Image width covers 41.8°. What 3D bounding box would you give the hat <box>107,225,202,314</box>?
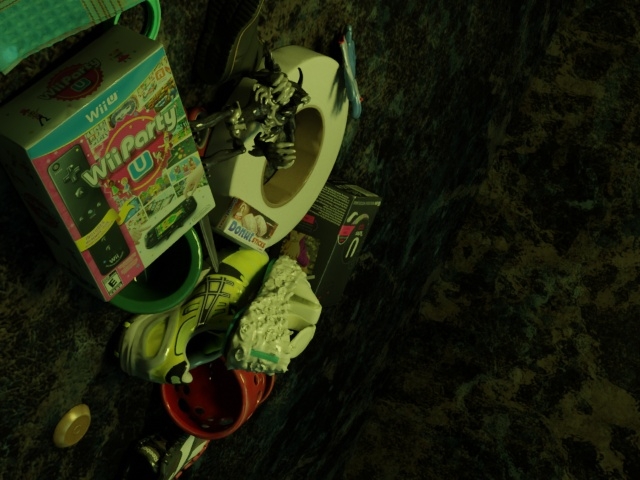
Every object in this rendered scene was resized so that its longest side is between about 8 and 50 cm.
[{"bbox_3d":[-0.294,0.027,1.362,0.208,0.183,0.173,20,83,-25],"label":"hat"}]

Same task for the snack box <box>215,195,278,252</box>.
[{"bbox_3d":[-0.128,-0.026,1.490,0.064,0.022,0.178,-60,158,-2],"label":"snack box"}]

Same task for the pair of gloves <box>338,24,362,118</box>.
[{"bbox_3d":[0.061,-0.327,1.619,0.198,0.023,0.159,-81,161,-65],"label":"pair of gloves"}]

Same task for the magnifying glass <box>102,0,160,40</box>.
[{"bbox_3d":[-0.234,-0.343,1.084,0.092,0.026,0.231,-30,140,-54],"label":"magnifying glass"}]

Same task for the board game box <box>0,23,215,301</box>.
[{"bbox_3d":[-0.279,-0.095,1.115,0.224,0.097,0.303,-46,147,-25],"label":"board game box"}]

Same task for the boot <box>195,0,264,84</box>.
[{"bbox_3d":[-0.115,-0.339,1.306,0.198,0.077,0.137,-58,166,24],"label":"boot"}]

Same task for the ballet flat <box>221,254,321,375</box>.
[{"bbox_3d":[-0.070,0.145,1.548,0.409,0.147,0.147,-61,170,-70],"label":"ballet flat"}]

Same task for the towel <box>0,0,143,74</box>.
[{"bbox_3d":[-0.230,-0.326,0.827,0.370,0.040,0.271,-26,153,0],"label":"towel"}]

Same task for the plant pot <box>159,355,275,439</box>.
[{"bbox_3d":[-0.195,0.271,1.653,0.174,0.191,0.191,-32,143,-66],"label":"plant pot"}]

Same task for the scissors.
[{"bbox_3d":[-0.205,-0.074,1.345,0.109,0.021,0.297,-34,127,-59],"label":"scissors"}]

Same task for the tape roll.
[{"bbox_3d":[-0.078,-0.168,1.567,0.392,0.072,0.392,-49,154,-33],"label":"tape roll"}]

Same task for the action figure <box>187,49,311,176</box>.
[{"bbox_3d":[-0.092,-0.186,1.300,0.275,0.141,0.164,-35,130,-31],"label":"action figure"}]

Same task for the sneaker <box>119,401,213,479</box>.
[{"bbox_3d":[-0.306,0.417,1.676,0.276,0.097,0.135,-53,158,-21],"label":"sneaker"}]

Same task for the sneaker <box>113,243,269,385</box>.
[{"bbox_3d":[-0.201,0.142,1.538,0.384,0.147,0.145,-44,150,-43],"label":"sneaker"}]

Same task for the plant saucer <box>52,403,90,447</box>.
[{"bbox_3d":[-0.419,0.319,1.426,0.083,0.015,0.083,-48,153,-33],"label":"plant saucer"}]

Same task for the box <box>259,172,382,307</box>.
[{"bbox_3d":[0.000,0.000,1.831,0.165,0.143,0.270,-6,120,-64],"label":"box"}]
